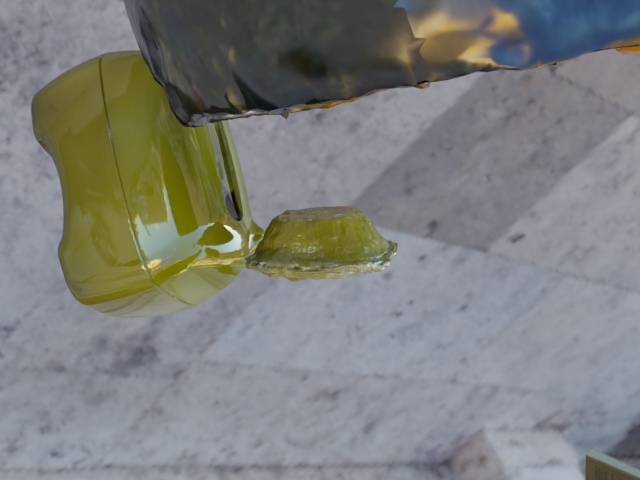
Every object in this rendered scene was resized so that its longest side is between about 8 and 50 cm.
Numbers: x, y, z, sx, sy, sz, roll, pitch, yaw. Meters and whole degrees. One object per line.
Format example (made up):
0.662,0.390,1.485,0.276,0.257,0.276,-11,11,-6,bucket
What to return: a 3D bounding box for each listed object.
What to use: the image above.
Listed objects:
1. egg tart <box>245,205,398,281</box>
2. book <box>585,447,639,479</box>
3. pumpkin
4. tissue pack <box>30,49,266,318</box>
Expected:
0.000,0.000,0.852,0.105,0.039,0.105,-4,-170,1,egg tart
0.283,0.234,1.005,0.012,0.172,0.118,-46,143,-33,book
0.049,-0.163,0.568,0.303,0.225,0.256,-11,180,18,pumpkin
-0.119,-0.042,0.909,0.127,0.178,0.123,-20,163,14,tissue pack
